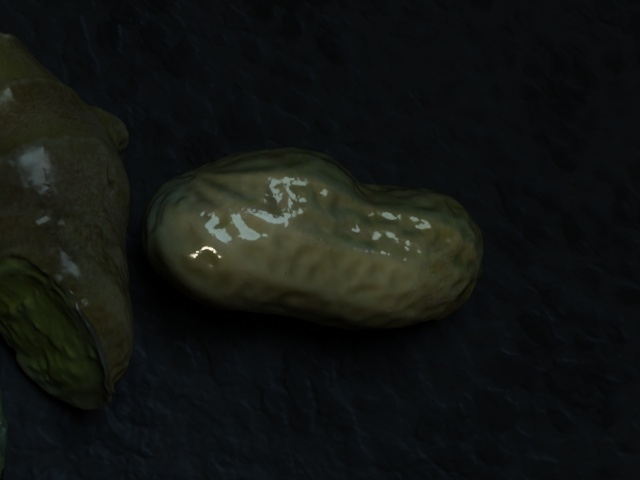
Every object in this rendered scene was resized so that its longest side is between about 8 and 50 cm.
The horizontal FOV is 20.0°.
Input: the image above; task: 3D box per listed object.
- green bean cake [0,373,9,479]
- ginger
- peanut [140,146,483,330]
[{"bbox_3d":[-0.291,0.132,1.362,0.094,0.183,0.185,-6,65,-23],"label":"green bean cake"},{"bbox_3d":[-0.234,-0.024,1.514,0.190,0.126,0.354,-2,66,-35],"label":"ginger"},{"bbox_3d":[0.000,0.000,1.575,0.313,0.152,0.152,12,59,-17],"label":"peanut"}]
